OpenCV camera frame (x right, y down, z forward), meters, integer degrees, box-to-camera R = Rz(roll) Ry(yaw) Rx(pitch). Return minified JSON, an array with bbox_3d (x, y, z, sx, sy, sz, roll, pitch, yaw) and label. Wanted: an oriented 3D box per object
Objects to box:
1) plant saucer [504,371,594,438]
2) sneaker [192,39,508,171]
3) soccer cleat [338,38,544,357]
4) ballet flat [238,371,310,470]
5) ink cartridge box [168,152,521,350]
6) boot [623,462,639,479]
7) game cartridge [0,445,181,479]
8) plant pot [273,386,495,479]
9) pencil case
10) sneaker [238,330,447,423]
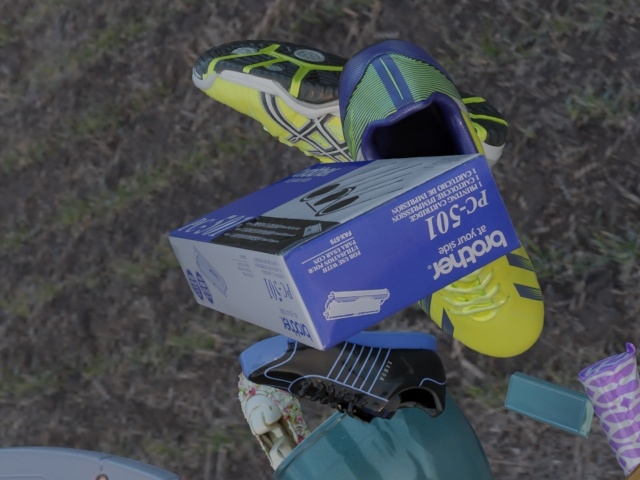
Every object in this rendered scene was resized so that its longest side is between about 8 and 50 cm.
[{"bbox_3d":[0.364,0.262,1.960,0.192,0.018,0.067,13,91,57],"label":"plant saucer"},{"bbox_3d":[0.022,-0.132,1.464,0.385,0.145,0.147,19,119,8],"label":"sneaker"},{"bbox_3d":[0.091,-0.007,0.861,0.093,0.289,0.121,-26,33,4],"label":"soccer cleat"},{"bbox_3d":[-0.060,0.296,1.842,0.091,0.077,0.241,-37,79,26],"label":"ballet flat"},{"bbox_3d":[0.000,0.000,0.577,0.046,0.097,0.207,66,164,-10],"label":"ink cartridge box"},{"bbox_3d":[0.329,0.174,1.076,0.211,0.295,0.104,-36,16,0],"label":"boot"},{"bbox_3d":[-0.256,0.276,1.045,0.294,0.060,0.196,-4,84,15],"label":"game cartridge"},{"bbox_3d":[0.120,0.339,1.654,0.271,0.272,0.255,-47,72,27],"label":"plant pot"},{"bbox_3d":[0.423,0.248,1.633,0.088,0.086,0.206,-27,93,-3],"label":"pencil case"},{"bbox_3d":[0.029,0.152,1.328,0.081,0.232,0.090,114,150,-56],"label":"sneaker"}]
